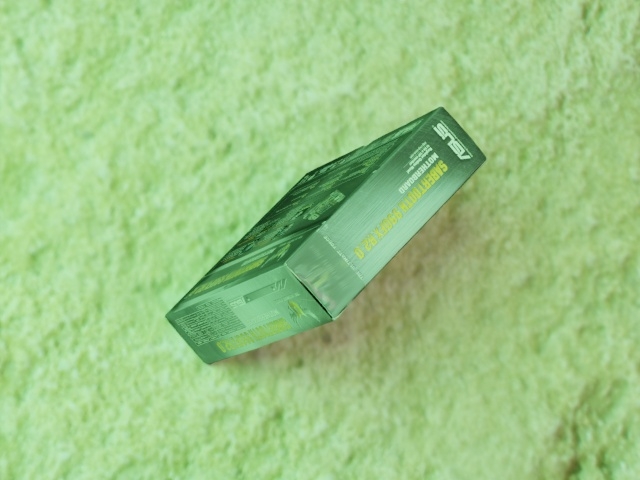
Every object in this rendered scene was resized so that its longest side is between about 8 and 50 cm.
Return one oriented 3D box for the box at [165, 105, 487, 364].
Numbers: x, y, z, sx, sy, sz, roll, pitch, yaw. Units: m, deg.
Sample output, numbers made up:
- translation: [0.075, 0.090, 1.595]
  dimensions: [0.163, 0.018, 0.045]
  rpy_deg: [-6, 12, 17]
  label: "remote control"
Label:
- translation: [0.000, 0.000, 1.437]
  dimensions: [0.056, 0.231, 0.183]
  rpy_deg: [48, 62, -9]
  label: "box"
